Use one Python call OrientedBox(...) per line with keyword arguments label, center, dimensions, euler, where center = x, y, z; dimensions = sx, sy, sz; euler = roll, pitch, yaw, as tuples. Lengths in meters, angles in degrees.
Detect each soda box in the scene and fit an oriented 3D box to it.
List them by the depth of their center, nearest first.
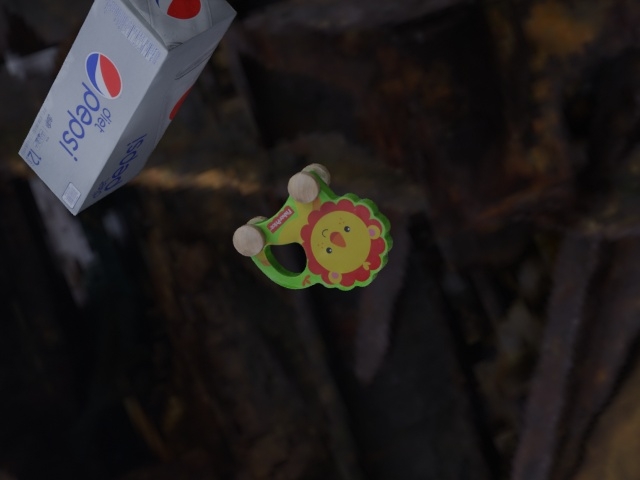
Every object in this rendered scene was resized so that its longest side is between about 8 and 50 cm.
OrientedBox(label="soda box", center=(-0.187, -0.147, 1.866), dimensions=(0.091, 0.098, 0.286), euler=(48, 140, 8))

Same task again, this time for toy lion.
OrientedBox(label="toy lion", center=(0.000, 0.000, 1.450), dimensions=(0.100, 0.034, 0.096), euler=(-42, 88, 24))
